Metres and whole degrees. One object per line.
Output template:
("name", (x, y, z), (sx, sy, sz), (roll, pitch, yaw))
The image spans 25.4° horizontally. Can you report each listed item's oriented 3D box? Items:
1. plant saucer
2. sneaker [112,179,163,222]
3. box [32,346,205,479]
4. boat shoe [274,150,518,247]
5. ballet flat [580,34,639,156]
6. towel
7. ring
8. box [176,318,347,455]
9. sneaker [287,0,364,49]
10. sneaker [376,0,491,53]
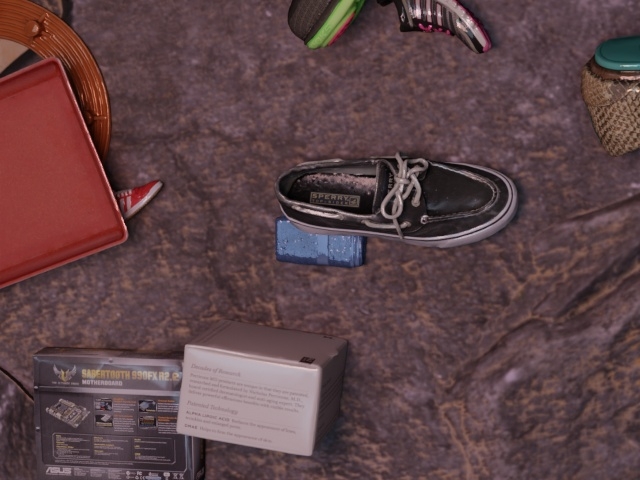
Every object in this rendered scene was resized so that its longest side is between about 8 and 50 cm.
("plant saucer", (-0.402, -0.083, 1.894), (0.259, 0.048, 0.258), (-20, 94, 17))
("sneaker", (-0.271, -0.059, 1.912), (0.118, 0.042, 0.067), (-38, 93, 16))
("box", (-0.277, 0.242, 1.948), (0.231, 0.056, 0.183), (0, 97, 11))
("boat shoe", (0.094, -0.062, 1.793), (0.306, 0.105, 0.113), (6, 75, 12))
("ballet flat", (0.559, -0.179, 1.689), (0.482, 0.164, 0.182), (-7, 118, 18))
("towel", (0.000, 0.000, 1.872), (0.119, 0.029, 0.067), (4, 97, 10))
("ring", (-0.449, -0.166, 1.938), (0.336, 0.032, 0.337), (2, 98, 12))
("box", (-0.072, 0.186, 1.835), (0.182, 0.181, 0.119), (9, 99, 10))
("sneaker", (0.001, -0.473, 1.707), (0.202, 0.185, 0.483), (6, 106, 5))
("sneaker", (0.138, -0.281, 1.789), (0.170, 0.063, 0.075), (41, 103, 8))
